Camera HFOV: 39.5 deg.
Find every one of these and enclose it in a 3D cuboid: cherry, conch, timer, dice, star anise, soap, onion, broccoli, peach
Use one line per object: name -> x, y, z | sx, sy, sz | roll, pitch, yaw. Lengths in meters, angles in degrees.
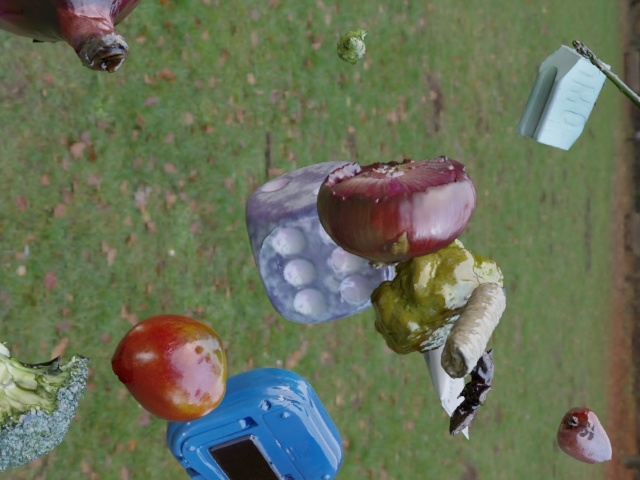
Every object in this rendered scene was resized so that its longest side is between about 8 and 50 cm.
cherry -> 0.540, 0.409, 1.849 | 0.106, 0.087, 0.126 | -29, 96, -29
conch -> 0.080, -0.448, 2.063 | 0.089, 0.074, 0.121 | -49, 166, -2
timer -> -0.129, 0.413, 1.804 | 0.115, 0.309, 0.340 | -97, 164, -51
dice -> 0.000, 0.000, 1.917 | 0.271, 0.270, 0.270 | -97, 169, -66
star anise -> 0.288, 0.262, 1.630 | 0.212, 0.054, 0.157 | -60, 167, -28
soap -> 0.565, -0.334, 2.065 | 0.145, 0.091, 0.230 | 9, 107, -35
onion -> 0.114, -0.048, 1.318 | 0.161, 0.248, 0.248 | 64, 30, -25
broccoli -> -0.585, 0.233, 1.486 | 0.252, 0.362, 0.221 | -61, 173, -9
onion -> -0.399, -0.423, 1.396 | 0.385, 0.348, 0.348 | 62, 14, 18
peach -> -0.256, 0.218, 1.531 | 0.190, 0.193, 0.190 | -177, -90, -90

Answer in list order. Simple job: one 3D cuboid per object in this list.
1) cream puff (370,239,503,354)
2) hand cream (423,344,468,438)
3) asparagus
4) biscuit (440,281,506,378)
cream puff -> 0.214, 0.092, 1.713 | 0.185, 0.282, 0.282 | 59, 8, 26
hand cream -> 0.266, 0.285, 1.885 | 0.133, 0.083, 0.247 | 49, 23, -37
asparagus -> 0.386, -0.203, 1.152 | 0.166, 0.013, 0.016 | 40, 8, -8
biscuit -> 0.220, 0.121, 1.269 | 0.219, 0.055, 0.061 | -47, 143, -55
